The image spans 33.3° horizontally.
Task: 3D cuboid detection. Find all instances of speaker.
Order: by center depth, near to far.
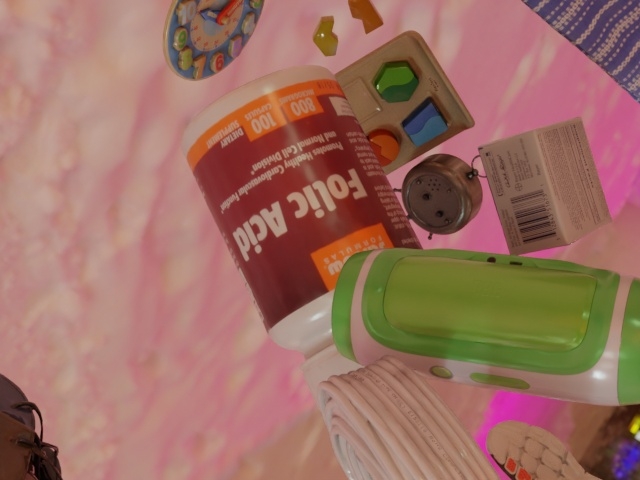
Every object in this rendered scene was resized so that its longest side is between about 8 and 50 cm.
[{"bbox_3d":[0.166,0.079,1.025,0.131,0.297,0.131,6,90,-67],"label":"speaker"}]

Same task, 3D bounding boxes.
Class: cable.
[{"bbox_3d":[0.092,0.219,0.923,0.089,0.257,0.257,-29,-165,-12],"label":"cable"}]

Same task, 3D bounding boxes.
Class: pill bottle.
[{"bbox_3d":[0.000,0.000,1.345,0.224,0.392,0.224,-26,170,-5],"label":"pill bottle"}]

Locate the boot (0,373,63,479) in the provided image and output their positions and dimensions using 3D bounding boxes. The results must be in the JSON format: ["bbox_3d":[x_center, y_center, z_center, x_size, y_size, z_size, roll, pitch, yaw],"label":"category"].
[{"bbox_3d":[-0.130,0.103,0.457,0.082,0.219,0.106,88,18,-46],"label":"boot"}]

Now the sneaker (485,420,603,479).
[{"bbox_3d":[0.211,0.226,0.959,0.061,0.158,0.065,-46,165,-33],"label":"sneaker"}]

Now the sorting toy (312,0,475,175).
[{"bbox_3d":[0.082,-0.234,1.695,0.229,0.041,0.307,-27,126,17],"label":"sorting toy"}]

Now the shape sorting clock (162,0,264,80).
[{"bbox_3d":[-0.148,-0.323,1.545,0.206,0.040,0.206,-40,148,-32],"label":"shape sorting clock"}]

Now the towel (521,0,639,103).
[{"bbox_3d":[0.365,-0.277,1.119,0.336,0.040,0.243,27,119,-37],"label":"towel"}]

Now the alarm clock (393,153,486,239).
[{"bbox_3d":[0.209,-0.083,1.747,0.192,0.129,0.064,-37,180,37],"label":"alarm clock"}]

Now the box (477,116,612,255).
[{"bbox_3d":[0.246,-0.060,1.164,0.137,0.072,0.126,-19,93,-53],"label":"box"}]
